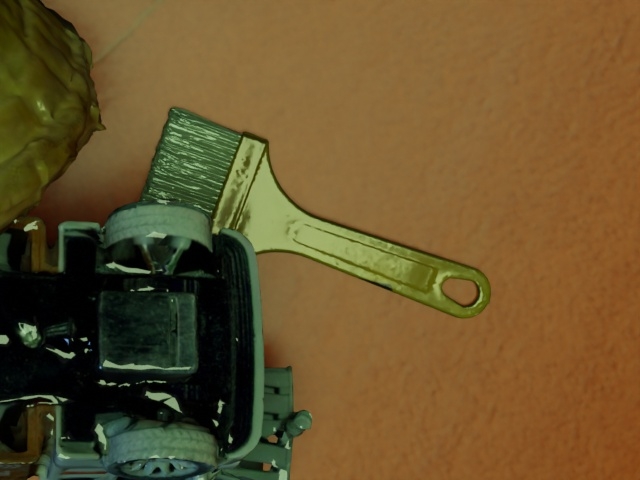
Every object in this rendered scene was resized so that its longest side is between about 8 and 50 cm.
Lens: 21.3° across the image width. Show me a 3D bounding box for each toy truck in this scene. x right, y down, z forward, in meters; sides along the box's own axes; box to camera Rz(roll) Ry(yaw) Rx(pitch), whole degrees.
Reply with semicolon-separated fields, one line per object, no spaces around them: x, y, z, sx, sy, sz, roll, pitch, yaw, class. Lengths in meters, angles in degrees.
-0.170;0.069;0.846;0.338;0.184;0.133;2;68;-12;toy truck

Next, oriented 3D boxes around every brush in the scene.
0.000;0.000;0.935;0.205;0.011;0.083;20;93;-9;brush

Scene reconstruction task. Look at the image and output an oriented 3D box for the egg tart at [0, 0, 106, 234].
-0.237;-0.090;0.766;0.290;0.290;0.115;1;125;-7;egg tart
